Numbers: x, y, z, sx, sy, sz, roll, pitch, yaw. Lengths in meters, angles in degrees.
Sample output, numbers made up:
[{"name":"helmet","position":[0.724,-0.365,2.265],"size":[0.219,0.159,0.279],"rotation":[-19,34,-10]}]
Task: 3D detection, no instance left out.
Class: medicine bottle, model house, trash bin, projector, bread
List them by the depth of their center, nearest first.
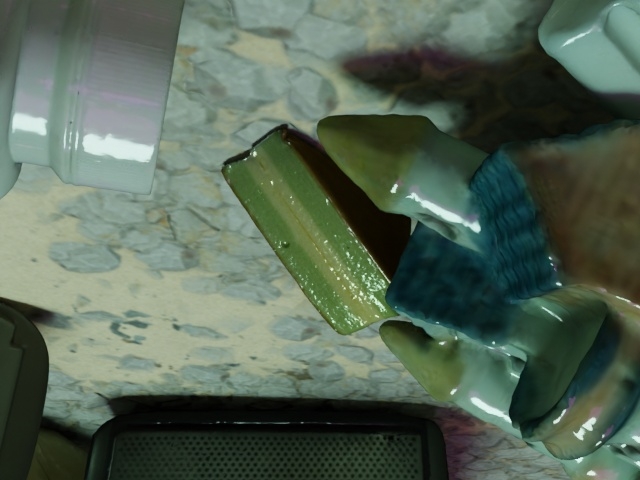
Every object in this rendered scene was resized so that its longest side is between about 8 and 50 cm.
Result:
[{"name":"medicine bottle","position":[-0.217,-0.098,0.394],"size":[0.296,0.161,0.111],"rotation":[12,148,-12]},{"name":"model house","position":[0.124,0.040,0.491],"size":[0.325,0.194,0.267],"rotation":[28,173,2]},{"name":"bread","position":[-0.004,-0.002,0.599],"size":[0.074,0.084,0.139],"rotation":[-24,138,36]},{"name":"trash bin","position":[-0.399,0.184,0.817],"size":[0.219,0.220,0.250],"rotation":[17,152,-20]},{"name":"projector","position":[-0.050,0.374,1.046],"size":[0.405,0.242,0.395],"rotation":[0,145,2]}]

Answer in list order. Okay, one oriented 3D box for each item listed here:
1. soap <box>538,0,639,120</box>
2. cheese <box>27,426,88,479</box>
[{"name":"soap","position":[0.248,-0.092,0.436],"size":[0.159,0.088,0.265],"rotation":[-24,139,39]},{"name":"cheese","position":[-0.337,0.327,1.031],"size":[0.117,0.235,0.218],"rotation":[-36,160,18]}]
